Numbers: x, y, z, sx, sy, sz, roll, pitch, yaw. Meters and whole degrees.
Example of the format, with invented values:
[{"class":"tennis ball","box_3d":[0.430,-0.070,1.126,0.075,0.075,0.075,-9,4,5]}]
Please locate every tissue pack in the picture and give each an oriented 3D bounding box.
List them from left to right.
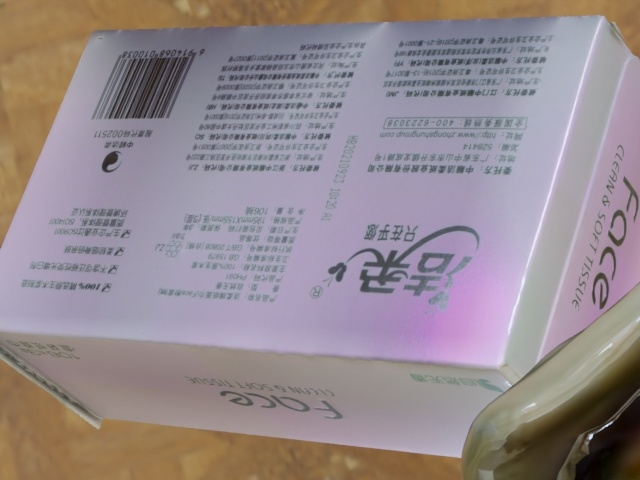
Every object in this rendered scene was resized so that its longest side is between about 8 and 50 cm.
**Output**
[{"class":"tissue pack","box_3d":[0.000,0.000,0.751,0.246,0.148,0.092,3,152,35]}]

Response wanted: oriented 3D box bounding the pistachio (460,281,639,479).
[{"class":"pistachio","box_3d":[0.144,0.060,0.352,0.238,0.137,0.153,6,139,-9]}]
